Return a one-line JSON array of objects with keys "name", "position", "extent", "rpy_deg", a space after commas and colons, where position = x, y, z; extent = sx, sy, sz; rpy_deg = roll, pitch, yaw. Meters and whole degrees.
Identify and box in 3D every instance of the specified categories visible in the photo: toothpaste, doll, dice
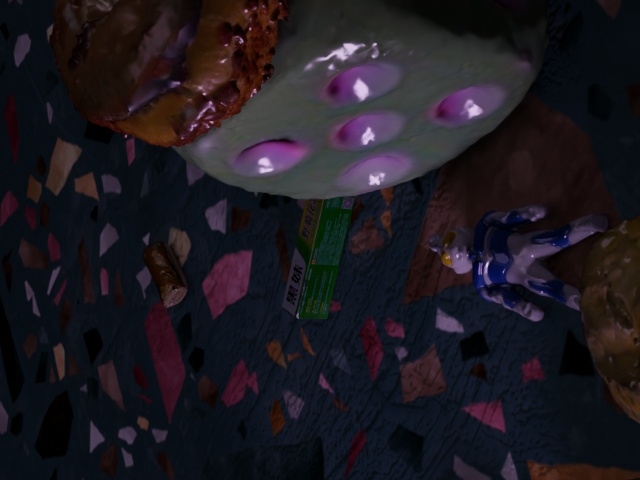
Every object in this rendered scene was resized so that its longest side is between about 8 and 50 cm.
[{"name": "toothpaste", "position": [0.000, 0.000, 1.997], "extent": [0.037, 0.043, 0.178], "rpy_deg": [33, 115, 50]}, {"name": "doll", "position": [0.182, 0.019, 1.736], "extent": [0.227, 0.057, 0.114], "rpy_deg": [5, 97, 52]}, {"name": "dice", "position": [0.010, -0.242, 1.752], "extent": [0.318, 0.330, 0.322], "rpy_deg": [-35, 61, 41]}]

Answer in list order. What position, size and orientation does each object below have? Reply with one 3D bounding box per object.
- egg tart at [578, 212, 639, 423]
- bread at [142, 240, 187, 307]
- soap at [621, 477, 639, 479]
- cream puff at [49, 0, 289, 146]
[{"name": "egg tart", "position": [0.294, 0.048, 1.509], "extent": [0.252, 0.098, 0.232], "rpy_deg": [38, 111, 63]}, {"name": "bread", "position": [-0.197, 0.042, 2.277], "extent": [0.083, 0.036, 0.047], "rpy_deg": [63, 144, 31]}, {"name": "soap", "position": [0.307, 0.321, 1.327], "extent": [0.156, 0.335, 0.293], "rpy_deg": [25, 113, 52]}, {"name": "cream puff", "position": [-0.126, -0.191, 1.533], "extent": [0.240, 0.164, 0.240], "rpy_deg": [-26, 54, 42]}]
